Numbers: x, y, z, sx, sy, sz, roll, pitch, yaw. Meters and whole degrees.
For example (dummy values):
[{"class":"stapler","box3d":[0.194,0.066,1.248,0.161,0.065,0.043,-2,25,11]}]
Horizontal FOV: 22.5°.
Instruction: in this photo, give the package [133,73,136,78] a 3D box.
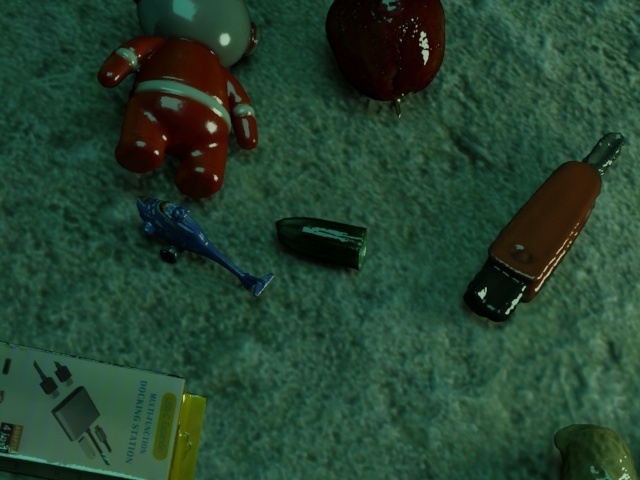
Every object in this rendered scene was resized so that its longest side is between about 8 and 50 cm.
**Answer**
[{"class":"package","box3d":[-0.187,-0.156,1.835,0.037,0.015,0.110,-6,59,-24]}]

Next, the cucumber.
[{"class":"cucumber","box3d":[0.000,0.000,1.754,0.105,0.048,0.048,12,53,-3]}]

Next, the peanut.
[{"class":"peanut","box3d":[0.313,0.276,1.616,0.104,0.085,0.228,-24,63,-38]}]

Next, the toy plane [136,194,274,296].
[{"class":"toy plane","box3d":[-0.128,0.003,1.712,0.167,0.062,0.054,37,54,0]}]

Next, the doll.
[{"class":"doll","box3d":[-0.154,-0.207,1.819,0.200,0.105,0.336,22,54,-25]}]

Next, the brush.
[{"class":"brush","box3d":[0.265,-0.019,1.836,0.070,0.051,0.323,32,57,17]}]

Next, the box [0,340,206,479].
[{"class":"box","box3d":[-0.238,0.174,1.576,0.247,0.033,0.129,11,53,-7]}]

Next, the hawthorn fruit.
[{"class":"hawthorn fruit","box3d":[0.082,-0.230,1.894,0.148,0.148,0.172,-14,87,-23]}]
